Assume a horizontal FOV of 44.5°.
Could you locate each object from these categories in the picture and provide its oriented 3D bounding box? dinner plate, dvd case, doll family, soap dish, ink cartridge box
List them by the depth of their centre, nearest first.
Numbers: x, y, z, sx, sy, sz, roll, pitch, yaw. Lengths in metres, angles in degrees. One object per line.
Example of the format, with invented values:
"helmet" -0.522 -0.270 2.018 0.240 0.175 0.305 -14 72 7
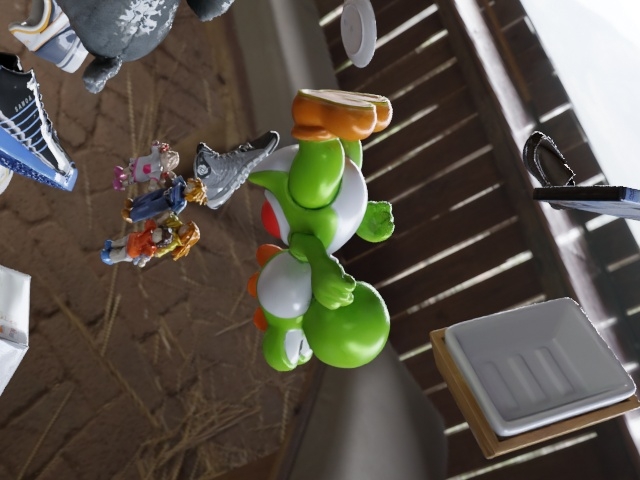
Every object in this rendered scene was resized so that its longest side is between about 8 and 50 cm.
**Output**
"dvd case" 0.451 -0.045 1.088 0.253 0.180 0.022 9 90 -21
"soap dish" 0.349 0.228 1.305 0.291 0.118 0.229 -10 52 -21
"doll family" -0.289 -0.052 1.432 0.118 0.163 0.263 46 35 -52
"dinner plate" 0.064 -0.392 1.451 0.017 0.141 0.141 -10 67 -21
"ink cartridge box" -0.738 0.229 1.661 0.130 0.272 0.309 27 13 -28

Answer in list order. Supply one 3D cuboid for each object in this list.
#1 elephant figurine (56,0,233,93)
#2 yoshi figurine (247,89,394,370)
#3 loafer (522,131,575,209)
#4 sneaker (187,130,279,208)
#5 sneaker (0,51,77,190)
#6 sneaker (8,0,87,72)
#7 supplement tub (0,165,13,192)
"elephant figurine" -0.157 -0.296 0.775 0.186 0.239 0.169 59 35 -10
"yoshi figurine" 0.028 0.005 0.969 0.203 0.362 0.203 2 18 -27
"loafer" 0.521 -0.152 1.722 0.220 0.080 0.078 49 -15 -32
"sneaker" -0.206 -0.191 1.750 0.132 0.229 0.086 44 -7 -13
"sneaker" -0.300 -0.123 0.772 0.232 0.081 0.090 57 53 -70
"sneaker" -0.382 -0.436 1.246 0.127 0.321 0.126 25 8 -35
"supplement tub" -0.504 -0.080 1.025 0.144 0.144 0.200 52 15 -22
